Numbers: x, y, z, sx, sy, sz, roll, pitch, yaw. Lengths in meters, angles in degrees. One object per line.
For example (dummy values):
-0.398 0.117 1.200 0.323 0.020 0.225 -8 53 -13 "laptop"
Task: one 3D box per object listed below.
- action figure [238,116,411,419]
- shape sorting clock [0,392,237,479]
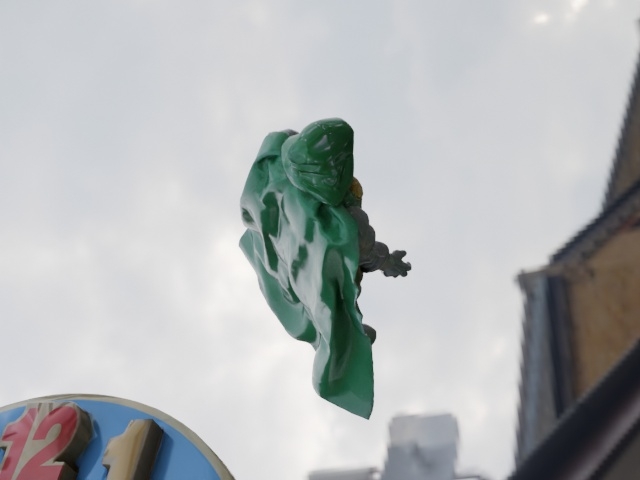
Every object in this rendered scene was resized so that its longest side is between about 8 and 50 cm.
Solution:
0.000 0.000 0.826 0.137 0.063 0.232 48 164 18 "action figure"
-0.110 0.133 0.468 0.040 0.206 0.206 58 -144 -38 "shape sorting clock"
